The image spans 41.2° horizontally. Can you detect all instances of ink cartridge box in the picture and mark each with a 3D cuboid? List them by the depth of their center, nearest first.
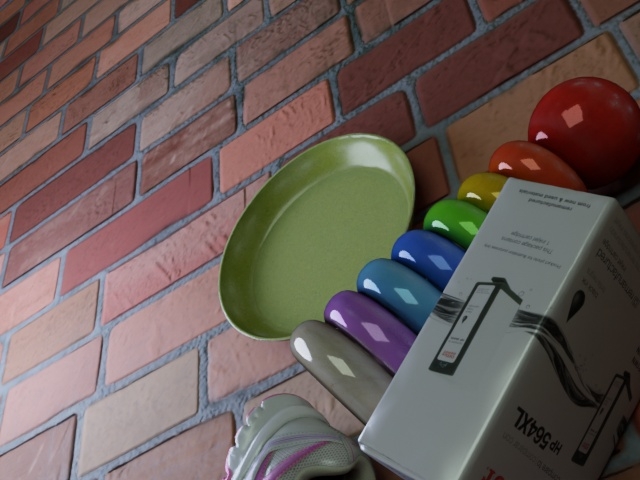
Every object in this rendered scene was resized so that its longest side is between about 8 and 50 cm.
[{"bbox_3d":[0.138,0.086,0.556,0.085,0.148,0.203,18,73,48],"label":"ink cartridge box"}]

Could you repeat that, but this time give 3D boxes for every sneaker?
[{"bbox_3d":[-0.044,0.240,0.638,0.111,0.103,0.252,7,64,48],"label":"sneaker"}]

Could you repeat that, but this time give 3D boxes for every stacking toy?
[{"bbox_3d":[0.133,0.008,0.661,0.330,0.141,0.141,-46,38,-8],"label":"stacking toy"}]

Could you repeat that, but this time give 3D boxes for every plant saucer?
[{"bbox_3d":[0.000,0.000,0.851,0.240,0.037,0.241,-26,43,27],"label":"plant saucer"}]
